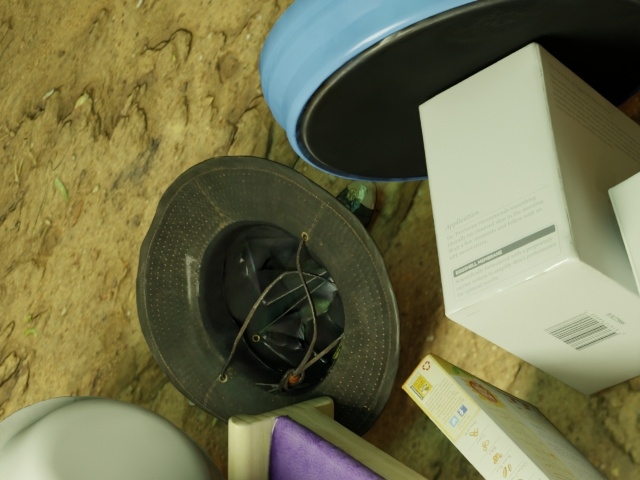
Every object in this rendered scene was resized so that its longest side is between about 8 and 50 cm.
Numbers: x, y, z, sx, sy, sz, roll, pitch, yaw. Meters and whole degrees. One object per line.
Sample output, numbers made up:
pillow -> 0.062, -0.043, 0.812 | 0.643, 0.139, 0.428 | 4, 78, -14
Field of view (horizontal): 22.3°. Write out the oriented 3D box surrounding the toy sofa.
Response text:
toy sofa -> 0.037, 0.283, 1.445 | 0.362, 0.177, 0.150 | 27, 121, 48

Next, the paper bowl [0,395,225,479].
paper bowl -> -0.219, 0.275, 1.640 | 0.148, 0.284, 0.284 | -61, 35, 37

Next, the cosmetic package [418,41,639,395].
cosmetic package -> 0.214, -0.014, 1.438 | 0.138, 0.224, 0.224 | -26, 52, 32

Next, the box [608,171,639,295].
box -> 0.346, 0.033, 1.314 | 0.119, 0.181, 0.181 | -32, 49, 27

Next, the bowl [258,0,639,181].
bowl -> 0.141, -0.166, 1.487 | 0.391, 0.391, 0.077 | -28, 66, 31

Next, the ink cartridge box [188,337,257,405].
ink cartridge box -> -0.113, 0.080, 1.826 | 0.115, 0.067, 0.198 | -11, 61, 40

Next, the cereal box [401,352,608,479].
cereal box -> 0.192, 0.201, 1.380 | 0.047, 0.173, 0.240 | -52, 41, 9

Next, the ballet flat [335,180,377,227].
ballet flat -> 0.000, 0.000, 1.773 | 0.173, 0.049, 0.057 | -50, 43, 12

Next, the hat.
hat -> -0.027, 0.056, 1.678 | 0.331, 0.134, 0.331 | 11, 109, 34
